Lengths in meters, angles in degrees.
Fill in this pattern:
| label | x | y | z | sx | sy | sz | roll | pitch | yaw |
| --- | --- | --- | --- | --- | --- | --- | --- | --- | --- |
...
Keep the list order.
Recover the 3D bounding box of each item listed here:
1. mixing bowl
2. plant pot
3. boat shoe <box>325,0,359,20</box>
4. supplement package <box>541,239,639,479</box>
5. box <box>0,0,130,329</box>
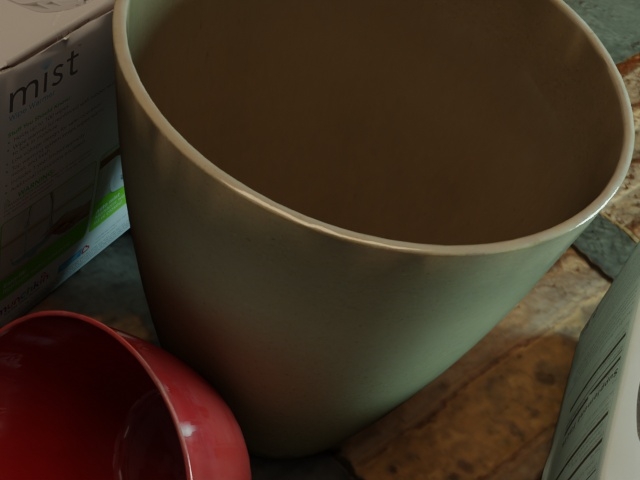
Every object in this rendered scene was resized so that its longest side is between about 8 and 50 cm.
| label | x | y | z | sx | sy | sz | roll | pitch | yaw |
| --- | --- | --- | --- | --- | --- | --- | --- | --- | --- |
| mixing bowl | -0.103 | 0.125 | 0.590 | 0.181 | 0.181 | 0.098 | 49 | 24 | 26 |
| plant pot | 0.000 | 0.000 | 0.643 | 0.256 | 0.274 | 0.256 | 9 | 46 | -9 |
| boat shoe | 0.056 | -0.148 | 0.791 | 0.130 | 0.355 | 0.132 | -25 | 54 | 7 |
| supplement package | 0.222 | 0.129 | 0.691 | 0.139 | 0.134 | 0.244 | 23 | 46 | 4 |
| box | -0.159 | -0.104 | 0.720 | 0.127 | 0.231 | 0.262 | 33 | 48 | 13 |
